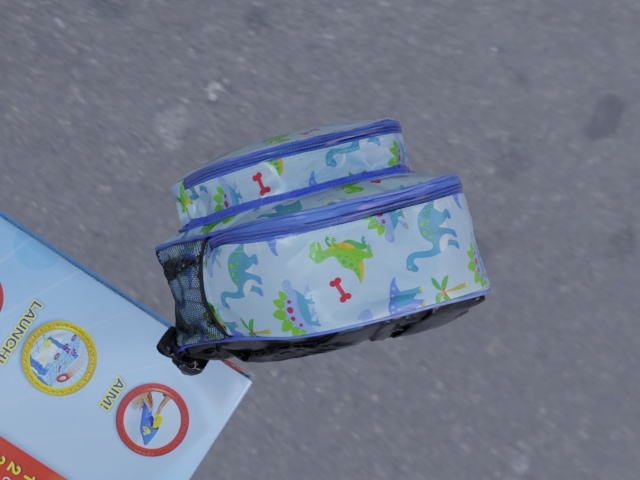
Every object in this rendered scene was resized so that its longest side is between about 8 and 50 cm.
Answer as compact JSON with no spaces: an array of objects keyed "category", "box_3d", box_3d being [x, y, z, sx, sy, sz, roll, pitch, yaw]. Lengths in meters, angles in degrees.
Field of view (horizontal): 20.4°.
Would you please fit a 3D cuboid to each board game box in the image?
[{"category":"board game box","box_3d":[-0.248,0.125,1.029,0.302,0.086,0.308,34,83,-4]}]

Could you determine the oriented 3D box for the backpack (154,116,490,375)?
[{"category":"backpack","box_3d":[0.000,0.000,0.662,0.105,0.114,0.084,-15,94,-28]}]
